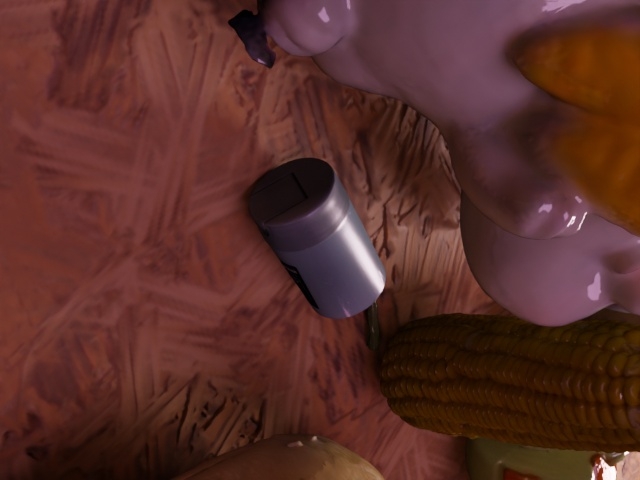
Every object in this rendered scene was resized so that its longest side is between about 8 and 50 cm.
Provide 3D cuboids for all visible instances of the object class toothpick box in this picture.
[{"bbox_3d":[0.000,0.000,0.481,0.052,0.052,0.083,-41,131,-12],"label":"toothpick box"}]

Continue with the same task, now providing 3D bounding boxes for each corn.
[{"bbox_3d":[0.117,0.079,0.499,0.080,0.231,0.080,4,81,-29],"label":"corn"}]

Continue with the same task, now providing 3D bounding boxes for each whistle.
[{"bbox_3d":[0.176,0.180,0.667,0.131,0.106,0.288,-26,127,-31],"label":"whistle"}]

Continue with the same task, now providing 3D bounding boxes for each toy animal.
[{"bbox_3d":[0.120,-0.070,0.422,0.183,0.247,0.310,-42,117,12],"label":"toy animal"}]

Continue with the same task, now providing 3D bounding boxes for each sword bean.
[{"bbox_3d":[0.032,0.037,0.551,0.012,0.012,0.083,-23,124,-24],"label":"sword bean"}]

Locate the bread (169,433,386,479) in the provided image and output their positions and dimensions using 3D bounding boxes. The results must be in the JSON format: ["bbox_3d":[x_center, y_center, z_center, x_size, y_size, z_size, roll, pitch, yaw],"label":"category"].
[{"bbox_3d":[-0.062,0.250,0.472,0.305,0.159,0.305,-31,148,-23],"label":"bread"}]

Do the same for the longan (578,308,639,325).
[{"bbox_3d":[0.247,0.086,0.673,0.113,0.092,0.113,10,78,-52],"label":"longan"}]
